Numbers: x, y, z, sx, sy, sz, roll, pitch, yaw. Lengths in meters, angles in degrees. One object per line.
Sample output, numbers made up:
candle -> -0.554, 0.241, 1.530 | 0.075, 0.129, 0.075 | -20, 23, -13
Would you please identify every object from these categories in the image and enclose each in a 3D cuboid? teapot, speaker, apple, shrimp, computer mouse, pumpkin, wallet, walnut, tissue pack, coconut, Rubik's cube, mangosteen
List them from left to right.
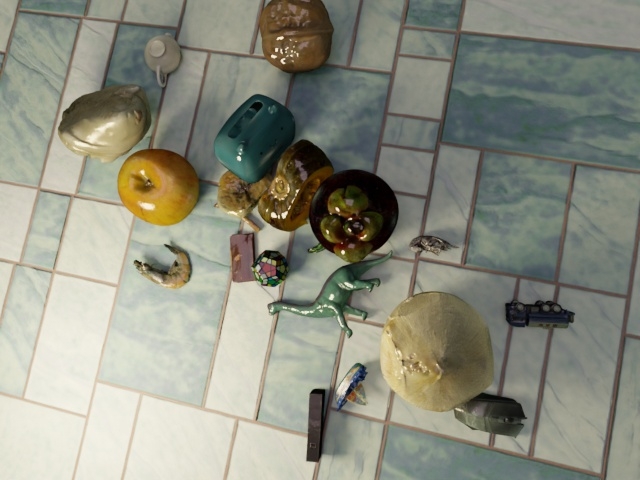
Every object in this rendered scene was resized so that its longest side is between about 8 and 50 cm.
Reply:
apple -> -0.576, -0.190, 1.652 | 0.285, 0.233, 0.287 | -1, 84, 7
teapot -> -0.611, -0.708, 1.791 | 0.145, 0.092, 0.227 | 5, 88, 10
shrimp -> -0.580, 0.090, 1.718 | 0.217, 0.051, 0.150 | 21, 84, 3
wallet -> -0.279, 0.063, 1.683 | 0.095, 0.026, 0.176 | -7, 84, 2
tissue pack -> -0.227, -0.361, 1.608 | 0.198, 0.206, 0.287 | 35, 76, 18
Rubik's cube -> -0.174, 0.097, 1.619 | 0.111, 0.133, 0.133 | 38, 90, -16
walnut -> -0.081, -0.725, 1.639 | 0.272, 0.227, 0.274 | -1, 85, 12
pumpkin -> -0.074, -0.181, 1.580 | 0.139, 0.221, 0.317 | 38, 119, 20
speaker -> -0.016, 0.614, 1.554 | 0.044, 0.082, 0.219 | 3, 86, 8
mangosteen -> 0.115, -0.084, 1.500 | 0.299, 0.300, 0.301 | -1, 83, 9
shrimp -> 0.384, 0.018, 1.572 | 0.164, 0.057, 0.065 | 9, 69, 19
coconut -> 0.343, 0.323, 1.390 | 0.345, 0.360, 0.347 | -1, 85, 7
computer mouse -> 0.540, 0.556, 1.478 | 0.230, 0.071, 0.126 | 10, 85, 9

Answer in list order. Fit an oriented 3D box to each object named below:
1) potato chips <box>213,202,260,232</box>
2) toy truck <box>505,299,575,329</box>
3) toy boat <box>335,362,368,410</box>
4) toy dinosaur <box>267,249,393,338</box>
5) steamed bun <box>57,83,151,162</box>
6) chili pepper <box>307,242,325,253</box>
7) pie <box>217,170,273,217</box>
potato chips -> -0.302, -0.090, 1.704 | 0.203, 0.026, 0.037 | 31, 91, 10
toy truck -> 0.701, 0.239, 1.494 | 0.201, 0.074, 0.088 | 1, 93, 8
toy boat -> 0.113, 0.503, 1.540 | 0.110, 0.091, 0.175 | 37, 95, 27
toy dinosaur -> 0.022, 0.145, 1.601 | 0.330, 0.129, 0.384 | 24, 87, 19
steamed bun -> -0.766, -0.414, 1.710 | 0.323, 0.220, 0.310 | -17, 44, 2
chili pepper -> 0.006, 0.006, 1.644 | 0.055, 0.035, 0.118 | 38, 100, 23
pie -> -0.284, -0.189, 1.689 | 0.185, 0.052, 0.218 | 37, 81, 20
